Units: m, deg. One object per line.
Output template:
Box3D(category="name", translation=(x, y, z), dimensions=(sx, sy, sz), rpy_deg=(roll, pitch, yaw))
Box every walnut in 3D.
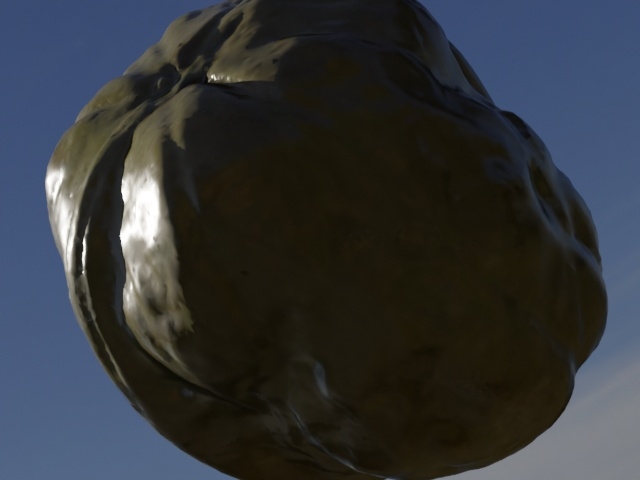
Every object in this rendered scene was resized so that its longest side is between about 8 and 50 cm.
Box3D(category="walnut", translation=(0.001, 0.000, 0.922), dimensions=(0.282, 0.277, 0.253), rpy_deg=(-26, 35, 43))
